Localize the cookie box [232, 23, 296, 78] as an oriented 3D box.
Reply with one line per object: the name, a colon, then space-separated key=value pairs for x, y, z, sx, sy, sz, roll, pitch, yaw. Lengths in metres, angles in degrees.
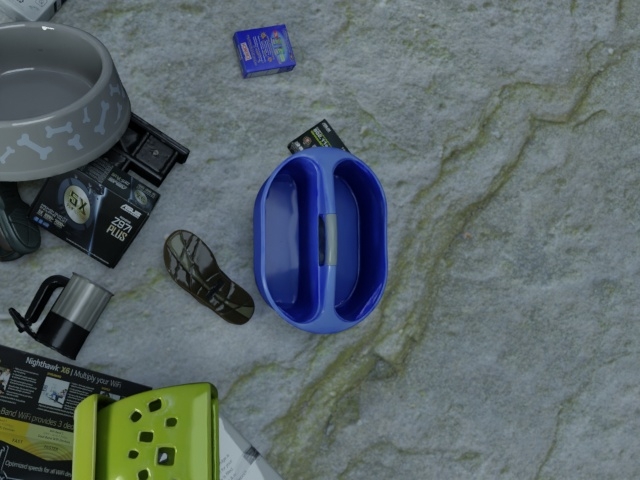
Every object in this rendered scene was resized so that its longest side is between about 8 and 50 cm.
cookie box: x=-0.114 y=-0.383 z=1.633 sx=0.107 sy=0.040 sz=0.092 roll=-13 pitch=83 yaw=-18

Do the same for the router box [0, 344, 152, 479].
router box: x=-0.451 y=0.317 z=1.310 sx=0.309 sy=0.081 sz=0.243 roll=27 pitch=71 yaw=-38

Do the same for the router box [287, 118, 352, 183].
router box: x=0.006 y=-0.170 z=1.627 sx=0.092 sy=0.038 sz=0.122 roll=-37 pitch=91 yaw=-20

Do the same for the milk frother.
milk frother: x=-0.448 y=0.117 z=1.385 sx=0.129 sy=0.143 sz=0.135 roll=28 pitch=75 yaw=-2

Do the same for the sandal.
sandal: x=-0.212 y=0.072 z=1.511 sx=0.219 sy=0.060 sz=0.090 roll=44 pitch=77 yaw=-19

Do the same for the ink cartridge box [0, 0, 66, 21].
ink cartridge box: x=-0.512 y=-0.569 z=1.544 sx=0.165 sy=0.065 sz=0.333 roll=37 pitch=73 yaw=-6

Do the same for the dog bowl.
dog bowl: x=-0.504 y=-0.252 z=1.371 sx=0.348 sy=0.102 sz=0.349 roll=2 pitch=45 yaw=-2

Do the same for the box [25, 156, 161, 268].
box: x=-0.399 y=-0.061 z=1.420 sx=0.180 sy=0.147 sz=0.077 roll=34 pitch=29 yaw=-13

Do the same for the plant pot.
plant pot: x=-0.263 y=0.338 z=1.240 sx=0.207 sy=0.228 sz=0.227 roll=-1 pitch=76 yaw=-5

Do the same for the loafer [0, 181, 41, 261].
loafer: x=-0.582 y=-0.090 z=1.418 sx=0.084 sy=0.096 sz=0.268 roll=-24 pitch=85 yaw=21

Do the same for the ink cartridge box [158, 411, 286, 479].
ink cartridge box: x=-0.178 y=0.447 z=1.412 sx=0.197 sy=0.114 sz=0.273 roll=-43 pitch=93 yaw=-18

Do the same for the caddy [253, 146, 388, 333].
caddy: x=0.000 y=0.000 z=1.497 sx=0.241 sy=0.179 sz=0.341 roll=-1 pitch=89 yaw=-15

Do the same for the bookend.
bookend: x=-0.354 y=-0.141 z=1.500 sx=0.156 sy=0.072 sz=0.157 roll=34 pitch=73 yaw=-7
